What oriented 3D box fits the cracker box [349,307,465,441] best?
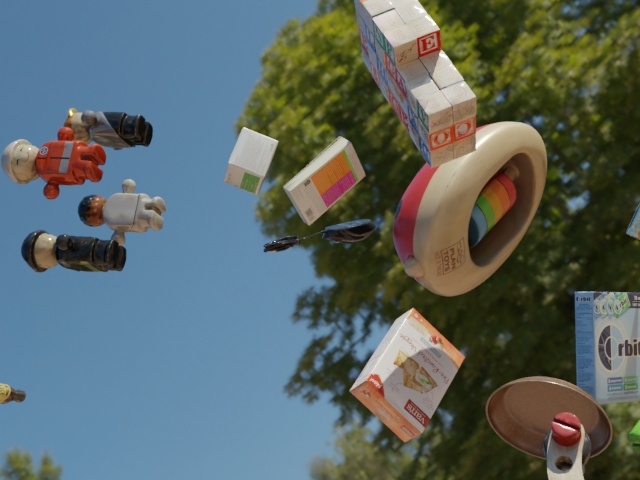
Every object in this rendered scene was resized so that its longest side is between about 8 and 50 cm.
[{"bbox_3d":[0.179,0.270,2.109,0.067,0.156,0.232,-41,8,48],"label":"cracker box"}]

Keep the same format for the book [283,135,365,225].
[{"bbox_3d":[0.010,-0.106,1.892,0.144,0.035,0.096,-41,-47,-12],"label":"book"}]

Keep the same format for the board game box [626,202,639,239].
[{"bbox_3d":[0.589,-0.039,1.628,0.275,0.142,0.144,6,-71,-66],"label":"board game box"}]

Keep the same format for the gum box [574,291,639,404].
[{"bbox_3d":[0.489,0.179,1.746,0.157,0.184,0.041,3,-5,-41],"label":"gum box"}]

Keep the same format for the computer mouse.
[{"bbox_3d":[0.000,0.000,2.058,0.242,0.041,0.071,-13,10,-19],"label":"computer mouse"}]

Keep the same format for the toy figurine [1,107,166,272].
[{"bbox_3d":[-0.328,-0.071,1.453,0.209,0.148,0.213,-56,-36,-56],"label":"toy figurine"}]

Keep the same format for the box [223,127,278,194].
[{"bbox_3d":[-0.155,-0.174,2.304,0.101,0.087,0.102,119,172,-65],"label":"box"}]

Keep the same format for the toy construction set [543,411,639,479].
[{"bbox_3d":[0.323,0.334,1.155,0.237,0.257,0.309,-44,-14,-24],"label":"toy construction set"}]

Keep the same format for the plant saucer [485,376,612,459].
[{"bbox_3d":[0.363,0.275,1.649,0.198,0.198,0.036,112,-178,-48],"label":"plant saucer"}]

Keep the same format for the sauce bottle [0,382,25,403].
[{"bbox_3d":[-0.640,0.303,2.068,0.042,0.042,0.128,-45,-27,12],"label":"sauce bottle"}]

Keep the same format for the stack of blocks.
[{"bbox_3d":[0.157,-0.288,1.746,0.087,0.297,0.171,-22,-37,-7],"label":"stack of blocks"}]

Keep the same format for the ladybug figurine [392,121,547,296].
[{"bbox_3d":[0.284,-0.071,2.041,0.449,0.162,0.305,-38,-47,-38],"label":"ladybug figurine"}]
